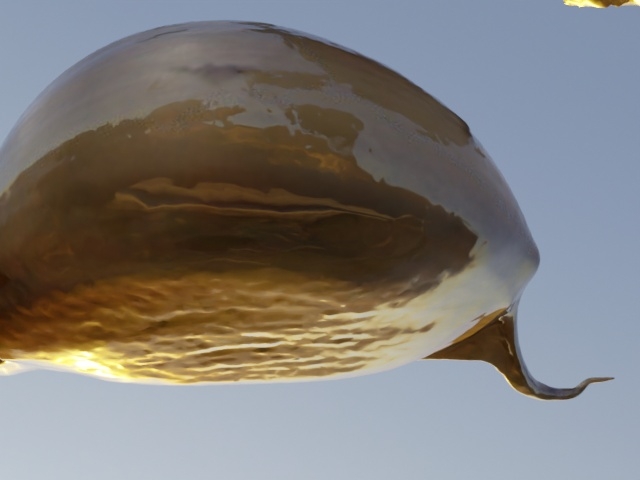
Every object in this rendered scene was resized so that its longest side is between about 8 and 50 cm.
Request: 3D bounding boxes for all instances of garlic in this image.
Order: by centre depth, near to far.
[{"bbox_3d":[0.005,0.000,0.390,0.266,0.128,0.148,11,-17,-5],"label":"garlic"}]

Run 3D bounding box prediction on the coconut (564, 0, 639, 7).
[{"bbox_3d":[0.183,-0.295,0.615,0.346,0.346,0.360,25,-50,4],"label":"coconut"}]
